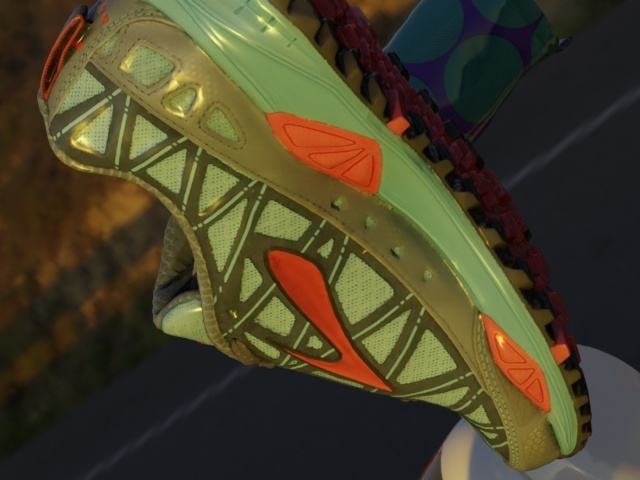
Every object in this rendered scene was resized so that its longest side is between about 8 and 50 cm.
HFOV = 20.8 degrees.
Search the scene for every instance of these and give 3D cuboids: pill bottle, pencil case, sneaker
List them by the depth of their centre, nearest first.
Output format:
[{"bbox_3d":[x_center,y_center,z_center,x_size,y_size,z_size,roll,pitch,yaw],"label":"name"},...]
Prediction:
[{"bbox_3d":[0.000,0.000,0.638,0.125,0.262,0.104,-32,28,15],"label":"sneaker"},{"bbox_3d":[0.039,-0.054,0.764,0.152,0.064,0.070,-49,1,-6],"label":"pencil case"},{"bbox_3d":[0.177,0.277,1.614,0.363,0.210,0.210,-61,-4,36],"label":"pill bottle"}]
